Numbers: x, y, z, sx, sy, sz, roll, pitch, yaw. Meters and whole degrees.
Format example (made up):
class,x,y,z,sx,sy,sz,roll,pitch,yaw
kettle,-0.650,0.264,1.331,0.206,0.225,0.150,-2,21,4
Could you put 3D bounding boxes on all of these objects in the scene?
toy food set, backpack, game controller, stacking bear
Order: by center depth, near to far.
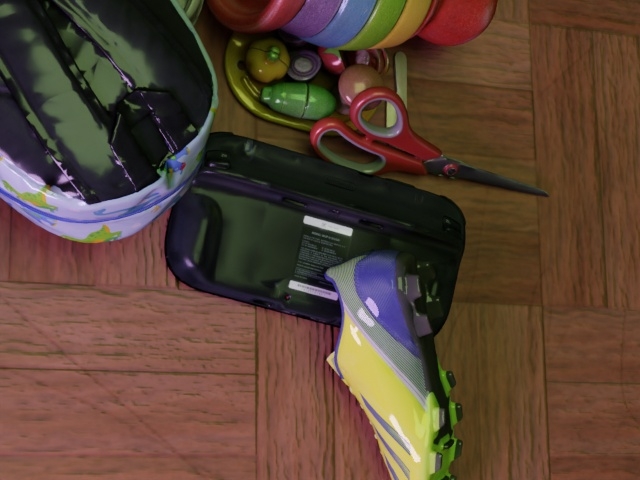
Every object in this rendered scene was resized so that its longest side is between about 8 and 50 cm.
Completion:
class,x,y,z,sx,sy,sz,roll,pitch,yaw
backpack,-0.252,-0.168,1.259,0.355,0.273,0.290,41,64,15
stacking bear,0.056,-0.270,1.394,0.289,0.175,0.164,4,35,-32
game controller,0.000,0.000,1.411,0.319,0.067,0.166,16,88,-16
toy food set,0.011,-0.181,1.437,0.218,0.071,0.128,13,75,-18

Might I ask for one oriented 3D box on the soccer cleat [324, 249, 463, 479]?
class,x,y,z,sx,sy,sz,roll,pitch,yaw
soccer cleat,0.071,0.148,1.379,0.093,0.121,0.289,-37,121,-64

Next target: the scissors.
class,x,y,z,sx,sy,sz,roll,pitch,yaw
scissors,0.120,-0.079,1.478,0.297,0.109,0.021,26,31,-35

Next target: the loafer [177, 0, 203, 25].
class,x,y,z,sx,sy,sz,roll,pitch,yaw
loafer,-0.154,-0.366,1.351,0.112,0.111,0.319,-8,99,-19
